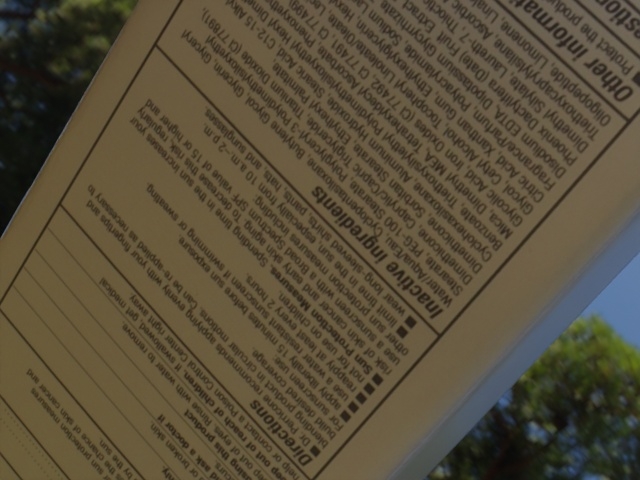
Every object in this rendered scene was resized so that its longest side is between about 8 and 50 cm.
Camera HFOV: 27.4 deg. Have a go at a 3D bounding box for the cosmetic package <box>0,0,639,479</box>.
[{"bbox_3d":[0.000,0.000,0.441,0.160,0.113,0.309,47,-57,13],"label":"cosmetic package"}]
